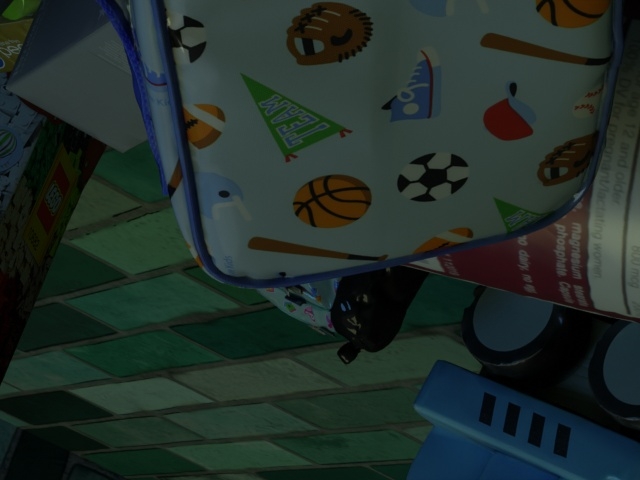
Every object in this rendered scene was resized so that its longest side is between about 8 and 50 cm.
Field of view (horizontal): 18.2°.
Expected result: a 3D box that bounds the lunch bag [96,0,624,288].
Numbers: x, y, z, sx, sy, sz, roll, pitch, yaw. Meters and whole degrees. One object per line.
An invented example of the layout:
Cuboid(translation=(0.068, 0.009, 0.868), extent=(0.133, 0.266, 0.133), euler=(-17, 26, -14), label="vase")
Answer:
Cuboid(translation=(0.017, -0.110, 0.941), extent=(0.243, 0.115, 0.303), euler=(-10, 141, -4), label="lunch bag")

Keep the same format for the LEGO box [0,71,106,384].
Cuboid(translation=(-0.494, -0.030, 1.750), extent=(0.500, 0.372, 0.193), euler=(16, 161, 10), label="LEGO box")

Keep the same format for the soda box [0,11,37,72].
Cuboid(translation=(-0.243, -0.174, 1.575), extent=(0.061, 0.058, 0.181), euler=(35, 156, -35), label="soda box")

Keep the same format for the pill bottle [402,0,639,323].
Cuboid(translation=(0.197, -0.063, 1.169), extent=(0.392, 0.224, 0.224), euler=(13, 160, 20), label="pill bottle")

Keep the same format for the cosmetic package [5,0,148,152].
Cuboid(translation=(-0.095, -0.148, 1.237), extent=(0.107, 0.127, 0.238), euler=(29, 157, -24), label="cosmetic package")

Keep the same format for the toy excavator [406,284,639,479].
Cuboid(translation=(0.138, 0.253, 1.775), extent=(0.433, 0.445, 0.222), euler=(20, 166, 42), label="toy excavator")

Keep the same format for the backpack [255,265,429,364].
Cuboid(translation=(0.000, 0.000, 1.707), extent=(0.182, 0.152, 0.115), euler=(24, 160, 31), label="backpack")

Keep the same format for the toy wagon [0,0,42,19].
Cuboid(translation=(-0.361, -0.144, 1.343), extent=(0.344, 0.267, 0.068), euler=(11, 123, 50), label="toy wagon")
